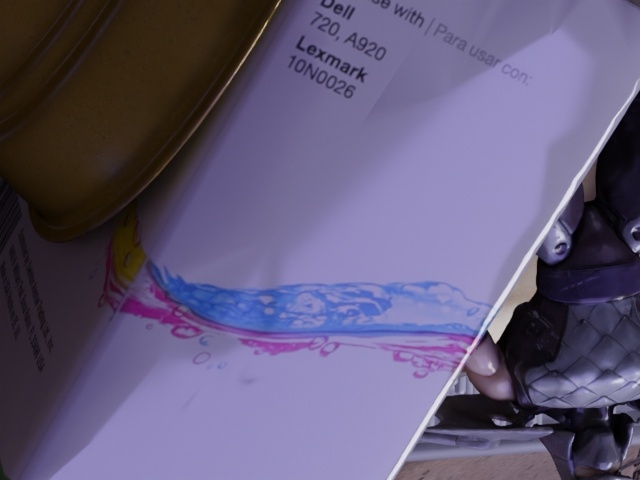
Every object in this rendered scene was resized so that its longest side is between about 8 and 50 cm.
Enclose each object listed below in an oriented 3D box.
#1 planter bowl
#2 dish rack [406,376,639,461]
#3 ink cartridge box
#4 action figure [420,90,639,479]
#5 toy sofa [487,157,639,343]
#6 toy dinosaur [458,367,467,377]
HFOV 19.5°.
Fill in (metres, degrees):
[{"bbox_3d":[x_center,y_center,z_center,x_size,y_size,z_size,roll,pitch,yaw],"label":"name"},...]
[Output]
[{"bbox_3d":[-0.073,-0.116,0.568,0.090,0.217,0.217,28,130,-22],"label":"planter bowl"},{"bbox_3d":[0.087,0.079,1.151,0.333,0.072,0.285,-5,162,14],"label":"dish rack"},{"bbox_3d":[-0.030,-0.008,0.631,0.117,0.201,0.278,26,104,-23],"label":"ink cartridge box"},{"bbox_3d":[0.118,-0.007,0.812,0.185,0.285,0.099,-8,-164,-21],"label":"action figure"},{"bbox_3d":[0.000,0.000,0.912,0.362,0.177,0.150,-17,115,-27],"label":"toy sofa"},{"bbox_3d":[-0.021,0.126,1.024,0.268,0.064,0.118,-26,-158,48],"label":"toy dinosaur"}]
